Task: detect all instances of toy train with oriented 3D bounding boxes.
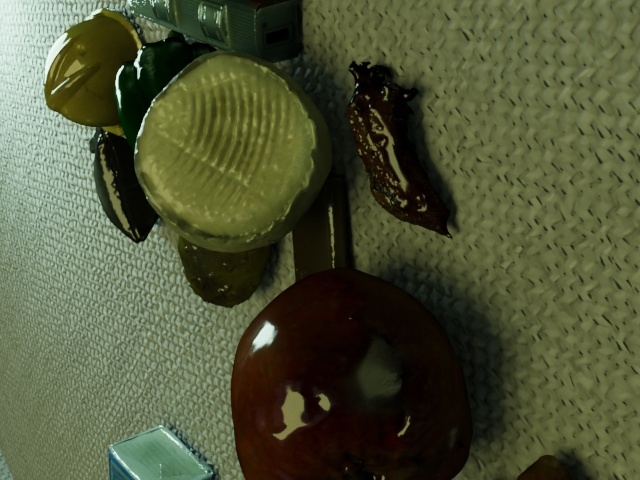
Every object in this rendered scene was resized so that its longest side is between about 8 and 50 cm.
[{"bbox_3d":[-0.181,-0.343,1.347,0.409,0.089,0.086,29,132,43],"label":"toy train"}]

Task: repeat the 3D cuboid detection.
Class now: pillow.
[{"bbox_3d":[-0.325,-0.096,1.594,0.250,0.106,0.186,-135,28,-81],"label":"pillow"}]

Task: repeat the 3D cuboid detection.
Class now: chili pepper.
[{"bbox_3d":[-0.221,-0.222,1.382,0.174,0.165,0.261,-49,50,44],"label":"chili pepper"}]

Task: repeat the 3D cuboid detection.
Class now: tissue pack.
[{"bbox_3d":[-0.317,0.536,1.855,0.198,0.146,0.263,31,127,41],"label":"tissue pack"}]

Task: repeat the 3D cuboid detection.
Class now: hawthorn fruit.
[{"bbox_3d":[0.037,0.182,1.130,0.308,0.324,0.308,9,132,10],"label":"hawthorn fruit"}]

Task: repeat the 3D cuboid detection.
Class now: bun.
[{"bbox_3d":[-0.106,-0.108,1.216,0.152,0.259,0.259,-5,-104,-81],"label":"bun"}]

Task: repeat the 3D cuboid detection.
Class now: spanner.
[{"bbox_3d":[-0.409,-0.254,1.751,0.054,0.015,0.254,48,139,27],"label":"spanner"}]

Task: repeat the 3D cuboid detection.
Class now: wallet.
[{"bbox_3d":[0.000,0.000,1.296,0.110,0.031,0.198,18,118,50],"label":"wallet"}]

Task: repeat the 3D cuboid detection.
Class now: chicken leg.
[{"bbox_3d":[0.088,-0.107,1.106,0.105,0.063,0.234,-9,100,59],"label":"chicken leg"}]

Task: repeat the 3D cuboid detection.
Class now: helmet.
[{"bbox_3d":[-0.413,-0.278,1.624,0.205,0.140,0.257,53,137,12],"label":"helmet"}]

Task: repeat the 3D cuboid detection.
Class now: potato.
[{"bbox_3d":[-0.146,-0.006,1.407,0.149,0.113,0.251,21,130,16],"label":"potato"}]

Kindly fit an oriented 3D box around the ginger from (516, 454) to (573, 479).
[{"bbox_3d":[0.252,0.423,1.050,0.274,0.152,0.357,-132,38,-61],"label":"ginger"}]
